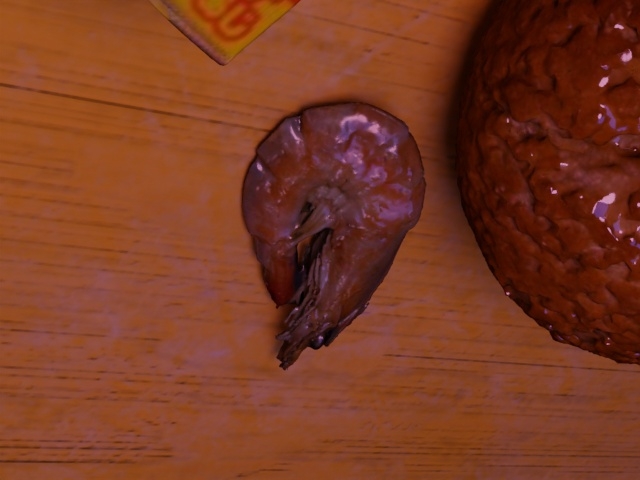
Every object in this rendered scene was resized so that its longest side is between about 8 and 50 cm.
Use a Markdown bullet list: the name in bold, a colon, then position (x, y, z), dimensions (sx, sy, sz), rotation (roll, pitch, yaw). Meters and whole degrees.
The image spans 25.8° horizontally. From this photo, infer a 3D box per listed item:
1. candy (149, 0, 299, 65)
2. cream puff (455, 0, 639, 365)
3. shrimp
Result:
- **candy**: position (0.018, -0.211, 0.534), dimensions (0.276, 0.146, 0.088), rotation (-40, 138, 6)
- **cream puff**: position (0.220, -0.056, 0.747), dimensions (0.303, 0.212, 0.303), rotation (-17, 140, -15)
- **shrimp**: position (0.000, 0.000, 0.795), dimensions (0.101, 0.042, 0.190), rotation (8, 127, -11)
